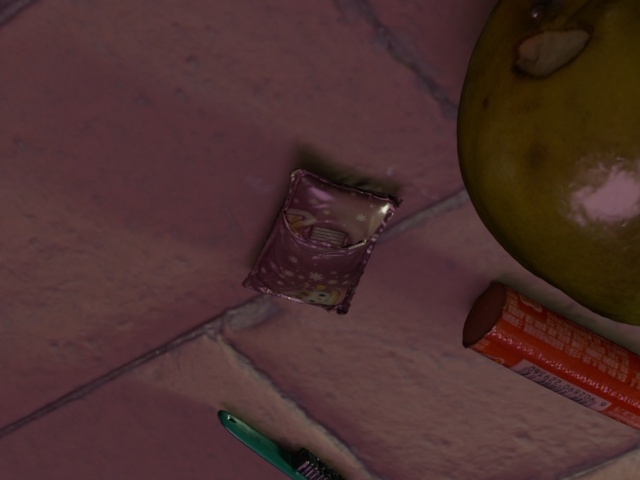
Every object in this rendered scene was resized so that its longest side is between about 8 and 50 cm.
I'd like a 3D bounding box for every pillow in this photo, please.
[{"bbox_3d":[0.000,0.000,1.532,0.118,0.043,0.185,14,138,-14],"label":"pillow"}]

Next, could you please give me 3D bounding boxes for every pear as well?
[{"bbox_3d":[0.233,-0.077,1.271,0.269,0.269,0.321,-15,121,22],"label":"pear"}]

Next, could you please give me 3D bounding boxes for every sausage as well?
[{"bbox_3d":[0.273,0.130,1.594,0.274,0.074,0.074,27,132,-16],"label":"sausage"}]

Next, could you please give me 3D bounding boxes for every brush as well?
[{"bbox_3d":[-0.036,0.238,1.772,0.032,0.043,0.193,-42,116,17],"label":"brush"}]
